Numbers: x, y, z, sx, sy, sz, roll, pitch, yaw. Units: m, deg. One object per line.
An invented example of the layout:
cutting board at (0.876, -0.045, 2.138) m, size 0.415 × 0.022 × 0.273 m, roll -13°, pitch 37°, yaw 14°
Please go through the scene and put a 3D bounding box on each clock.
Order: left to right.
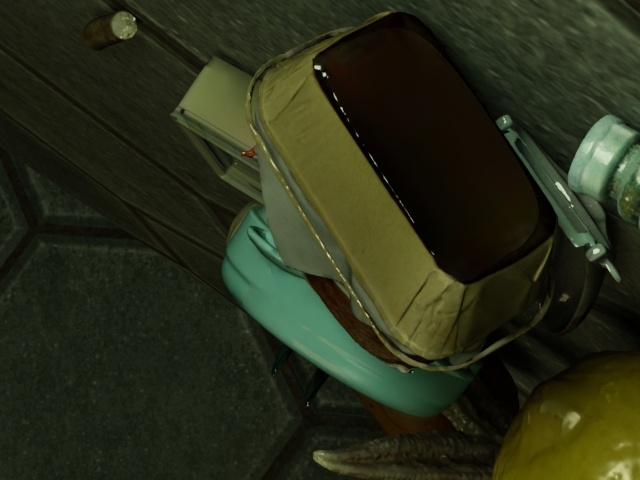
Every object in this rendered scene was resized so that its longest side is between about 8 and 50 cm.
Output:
clock at (-0.022, -0.067, 1.348) m, size 0.192 × 0.071 × 0.147 m, roll 32°, pitch 171°, yaw 20°

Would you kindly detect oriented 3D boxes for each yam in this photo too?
yam at (-0.203, -0.200, 1.473) m, size 0.032 × 0.032 × 0.145 m, roll 38°, pitch 170°, yaw -17°

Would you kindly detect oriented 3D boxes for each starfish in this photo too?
starfish at (0.200, 0.209, 1.468) m, size 0.398 × 0.132 × 0.384 m, roll 49°, pitch -151°, yaw 2°

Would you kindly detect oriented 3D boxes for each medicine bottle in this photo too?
medicine bottle at (0.221, -0.003, 0.802) m, size 0.191 × 0.051 × 0.051 m, roll 31°, pitch 170°, yaw 24°

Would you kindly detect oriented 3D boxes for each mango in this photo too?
mango at (0.117, 0.144, 1.698) m, size 0.287 × 0.152 × 0.201 m, roll 54°, pitch -169°, yaw -37°

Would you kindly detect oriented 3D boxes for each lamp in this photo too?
lamp at (0.026, 0.047, 1.184) m, size 0.209 × 0.147 × 0.284 m, roll 36°, pitch 167°, yaw 1°

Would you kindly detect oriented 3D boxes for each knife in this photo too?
knife at (0.172, 0.013, 1.037) m, size 0.123 × 0.053 × 0.278 m, roll 62°, pitch 180°, yaw 22°

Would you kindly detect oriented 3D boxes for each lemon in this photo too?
lemon at (0.259, 0.211, 1.231) m, size 0.288 × 0.233 × 0.233 m, roll 49°, pitch 167°, yaw -22°

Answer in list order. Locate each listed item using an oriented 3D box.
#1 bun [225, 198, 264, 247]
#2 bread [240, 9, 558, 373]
bun at (0.000, 0.000, 1.484) m, size 0.173 × 0.113 × 0.166 m, roll 14°, pitch -175°, yaw -20°
bread at (0.051, -0.027, 0.958) m, size 0.224 × 0.142 × 0.212 m, roll 57°, pitch 163°, yaw 11°
